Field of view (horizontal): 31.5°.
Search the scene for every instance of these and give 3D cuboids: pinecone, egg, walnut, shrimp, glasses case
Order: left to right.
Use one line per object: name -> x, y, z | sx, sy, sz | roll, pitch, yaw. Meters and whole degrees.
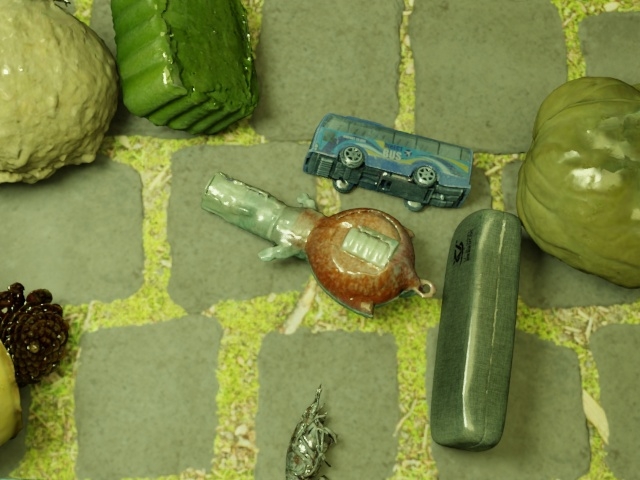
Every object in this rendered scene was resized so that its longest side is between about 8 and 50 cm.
egg -> -0.421, -0.207, 1.491 | 0.310, 0.279, 0.279 | 16, 73, -20
pinecone -> -0.398, 0.120, 1.475 | 0.121, 0.140, 0.140 | 10, 71, 34
shrimp -> -0.009, 0.272, 1.513 | 0.065, 0.056, 0.165 | 11, 84, 13
glasses case -> 0.211, 0.122, 1.537 | 0.074, 0.131, 0.323 | 12, 74, -13
walnut -> 0.408, -0.085, 1.553 | 0.277, 0.282, 0.253 | 17, 113, -8

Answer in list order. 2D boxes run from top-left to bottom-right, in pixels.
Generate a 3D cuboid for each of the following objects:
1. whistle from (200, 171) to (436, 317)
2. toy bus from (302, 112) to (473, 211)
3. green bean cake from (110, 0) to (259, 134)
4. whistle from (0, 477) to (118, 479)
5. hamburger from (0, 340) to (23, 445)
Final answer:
whistle -> 0.000, -0.001, 1.554 | 0.346, 0.134, 0.142 | 26, 83, 9
toy bus -> 0.098, -0.110, 1.619 | 0.236, 0.079, 0.094 | 15, 58, -3
green bean cake -> -0.185, -0.260, 1.553 | 0.113, 0.200, 0.214 | -20, 75, 33
whistle -> -0.280, 0.384, 1.403 | 0.289, 0.163, 0.163 | 3, 75, -5
hamburger -> -0.513, 0.153, 1.363 | 0.186, 0.261, 0.302 | -26, 56, -33
